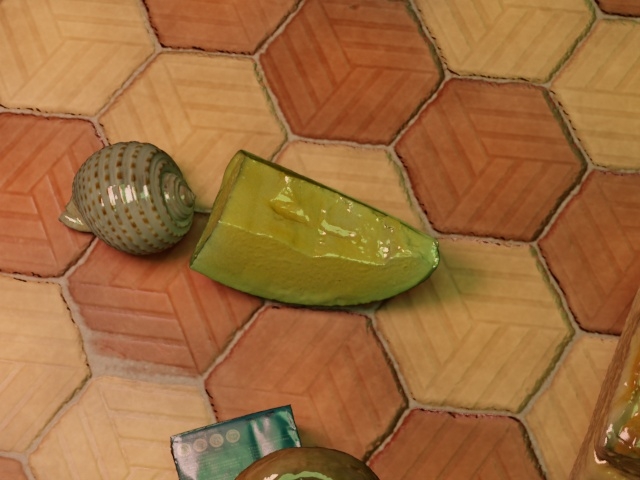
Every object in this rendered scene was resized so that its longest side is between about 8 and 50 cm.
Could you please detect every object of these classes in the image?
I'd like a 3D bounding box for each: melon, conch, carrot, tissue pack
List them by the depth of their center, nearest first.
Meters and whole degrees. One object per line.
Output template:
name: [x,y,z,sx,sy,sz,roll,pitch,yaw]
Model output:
carrot: [-0.011,0.381,1.763,0.224,0.340,0.224,-1,64,2]
tissue pack: [-0.105,0.296,1.930,0.169,0.082,0.120,-15,68,-6]
melon: [0.000,0.000,2.031,0.323,0.124,0.196,19,70,1]
conch: [-0.271,-0.065,2.051,0.200,0.131,0.172,0,69,-1]

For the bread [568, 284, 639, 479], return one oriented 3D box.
bread: [0.554,0.200,1.870,0.371,0.279,0.390,22,72,10]
